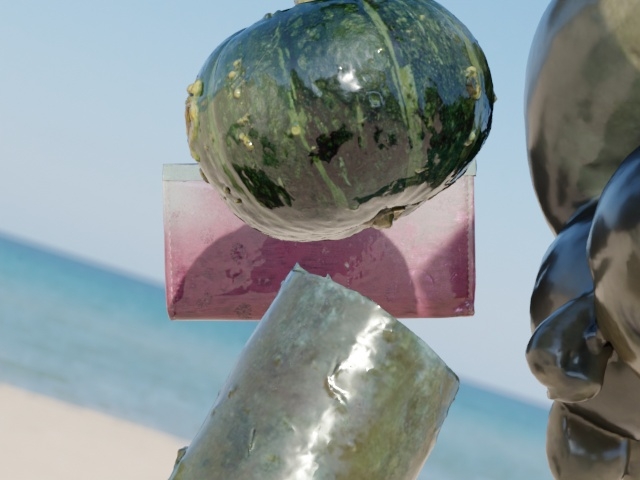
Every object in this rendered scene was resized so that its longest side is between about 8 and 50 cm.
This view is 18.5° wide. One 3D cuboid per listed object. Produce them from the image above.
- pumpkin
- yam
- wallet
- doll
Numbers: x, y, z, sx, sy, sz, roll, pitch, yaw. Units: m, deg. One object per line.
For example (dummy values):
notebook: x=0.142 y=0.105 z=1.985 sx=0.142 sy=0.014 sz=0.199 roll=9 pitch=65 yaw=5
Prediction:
pumpkin: x=0.010 y=-0.075 z=1.178 sx=0.146 sy=0.190 sz=0.190 roll=63 pitch=15 yaw=19
yam: x=-0.032 y=0.140 z=0.872 sx=0.106 sy=0.259 sz=0.106 roll=28 pitch=-13 yaw=7
wallet: x=0.000 y=0.000 z=1.451 sx=0.232 sy=0.119 sz=0.025 roll=-1 pitch=4 yaw=1
doll: x=0.231 y=-0.037 z=1.227 sx=0.252 sy=0.379 sz=0.382 roll=-14 pitch=-18 yaw=-30
